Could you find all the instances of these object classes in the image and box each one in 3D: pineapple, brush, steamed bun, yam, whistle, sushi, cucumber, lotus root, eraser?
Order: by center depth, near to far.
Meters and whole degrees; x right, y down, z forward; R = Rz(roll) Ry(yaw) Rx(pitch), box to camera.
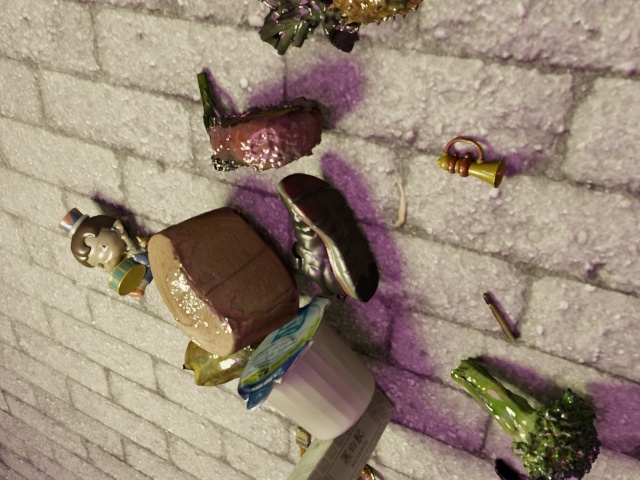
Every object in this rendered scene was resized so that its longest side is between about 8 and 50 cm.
[{"bbox_3d":[0.028,-0.371,0.848,0.309,0.141,0.170,-7,137,43],"label":"pineapple"},{"bbox_3d":[0.242,-0.127,0.902,0.109,0.046,0.057,24,141,27],"label":"whistle"},{"bbox_3d":[-0.111,-0.180,0.996,0.240,0.161,0.108,-7,110,15],"label":"sushi"},{"bbox_3d":[0.327,0.141,1.018,0.014,0.014,0.107,-28,99,40],"label":"yam"},{"bbox_3d":[0.020,0.460,1.141,0.098,0.404,0.096,50,132,-4],"label":"eraser"},{"bbox_3d":[0.413,0.518,1.166,0.034,0.033,0.135,-32,97,37],"label":"cucumber"},{"bbox_3d":[-0.214,0.096,1.186,0.301,0.251,0.199,53,132,8],"label":"steamed bun"},{"bbox_3d":[-0.222,0.263,1.352,0.274,0.160,0.152,-30,74,39],"label":"lotus root"},{"bbox_3d":[-0.049,0.572,1.509,0.043,0.014,0.170,17,125,26],"label":"brush"}]

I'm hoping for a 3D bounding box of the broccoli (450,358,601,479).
[{"bbox_3d":[0.385,0.332,1.040,0.198,0.177,0.274,43,174,-41],"label":"broccoli"}]

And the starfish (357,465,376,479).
[{"bbox_3d":[0.059,0.604,1.418,0.189,0.074,0.147,-14,106,37],"label":"starfish"}]

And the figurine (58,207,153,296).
[{"bbox_3d":[-0.542,0.024,1.417,0.275,0.158,0.161,31,119,14],"label":"figurine"}]

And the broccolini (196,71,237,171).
[{"bbox_3d":[-0.221,-0.233,1.125,0.203,0.068,0.091,64,158,-10],"label":"broccolini"}]

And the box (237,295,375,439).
[{"bbox_3d":[-0.015,0.288,1.128,0.206,0.291,0.262,43,117,-13],"label":"box"}]

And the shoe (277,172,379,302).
[{"bbox_3d":[0.000,0.000,1.092,0.137,0.114,0.291,-16,110,43],"label":"shoe"}]
